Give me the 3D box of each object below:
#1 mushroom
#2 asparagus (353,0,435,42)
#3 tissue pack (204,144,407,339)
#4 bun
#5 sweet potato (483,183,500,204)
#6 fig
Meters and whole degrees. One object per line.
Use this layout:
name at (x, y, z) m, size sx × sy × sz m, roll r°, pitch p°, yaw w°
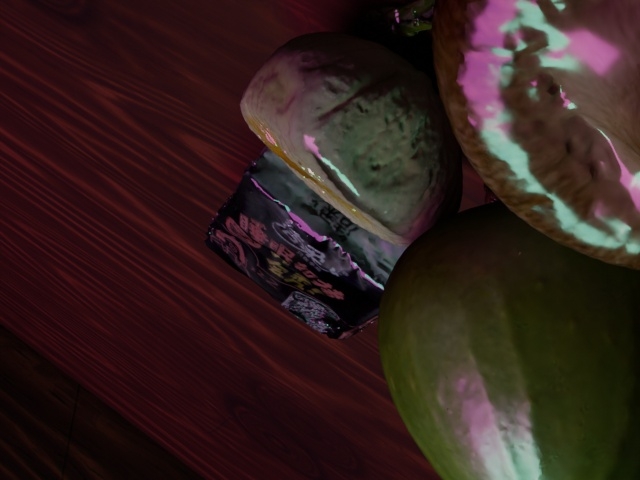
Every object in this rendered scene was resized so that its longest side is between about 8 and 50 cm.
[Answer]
mushroom at (0.212, -0.083, 0.836) m, size 0.334 × 0.356 × 0.331 m, roll 36°, pitch 155°, yaw -15°
asparagus at (0.074, -0.203, 1.289) m, size 0.036 × 0.030 × 0.165 m, roll 42°, pitch 160°, yaw -23°
tissue pack at (0.000, 0.000, 1.676) m, size 0.245 × 0.123 × 0.332 m, roll 38°, pitch 162°, yaw -2°
bun at (0.047, -0.102, 1.346) m, size 0.244 × 0.153 × 0.244 m, roll 42°, pitch -179°, yaw -1°
sweet potato at (0.199, 0.016, 1.456) m, size 0.050 × 0.050 × 0.214 m, roll 17°, pitch 141°, yaw 48°
fig at (0.196, 0.116, 1.251) m, size 0.316 × 0.316 × 0.316 m, roll 36°, pitch 157°, yaw 18°
